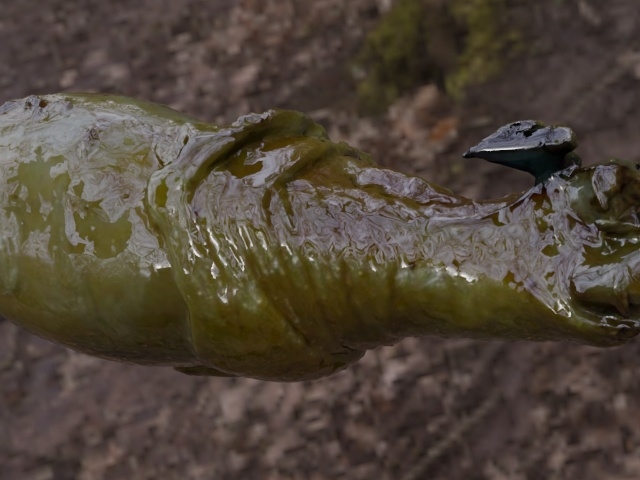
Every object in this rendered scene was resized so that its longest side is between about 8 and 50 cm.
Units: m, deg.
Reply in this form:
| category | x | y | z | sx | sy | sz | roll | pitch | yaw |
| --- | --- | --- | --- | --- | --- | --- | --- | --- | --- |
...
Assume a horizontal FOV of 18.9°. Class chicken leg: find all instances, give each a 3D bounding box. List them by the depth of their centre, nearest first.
| category | x | y | z | sx | sy | sz | roll | pitch | yaw |
| --- | --- | --- | --- | --- | --- | --- | --- | --- | --- |
| chicken leg | 0.000 | 0.000 | 0.547 | 0.227 | 0.103 | 0.088 | 2 | 70 | 14 |
